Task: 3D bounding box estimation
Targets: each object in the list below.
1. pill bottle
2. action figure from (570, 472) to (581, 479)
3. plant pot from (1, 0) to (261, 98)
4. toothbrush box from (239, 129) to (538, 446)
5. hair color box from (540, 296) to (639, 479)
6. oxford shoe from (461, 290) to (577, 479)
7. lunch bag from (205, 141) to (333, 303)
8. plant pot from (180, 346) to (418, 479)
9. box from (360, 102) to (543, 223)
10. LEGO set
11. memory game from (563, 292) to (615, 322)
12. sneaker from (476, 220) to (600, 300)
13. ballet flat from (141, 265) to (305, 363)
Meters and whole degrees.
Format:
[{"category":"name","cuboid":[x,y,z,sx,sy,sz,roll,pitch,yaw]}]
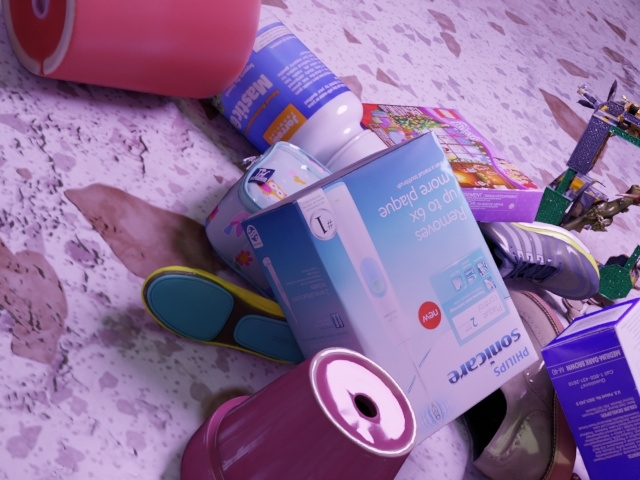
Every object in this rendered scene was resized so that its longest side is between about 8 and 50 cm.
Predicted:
[{"category":"pill bottle","cuboid":[-0.039,-0.181,1.690,0.272,0.152,0.152,46,31,9]},{"category":"action figure","cuboid":[0.364,0.347,1.580,0.115,0.030,0.038,46,36,13]},{"category":"plant pot","cuboid":[-0.249,-0.306,1.536,0.243,0.275,0.275,-9,56,-39]},{"category":"toothbrush box","cuboid":[0.080,0.058,1.371,0.216,0.126,0.295,-27,97,-32]},{"category":"hair color box","cuboid":[0.399,0.257,1.519,0.185,0.110,0.338,-19,86,-63]},{"category":"oxford shoe","cuboid":[0.244,0.173,1.580,0.130,0.123,0.348,25,33,-17]},{"category":"lunch bag","cuboid":[0.000,0.000,1.541,0.279,0.108,0.224,40,31,-4]},{"category":"plant pot","cuboid":[-0.008,0.208,1.196,0.201,0.180,0.201,28,32,-19]},{"category":"box","cuboid":[0.168,-0.119,1.803,0.201,0.057,0.293,1,29,-25]},{"category":"LEGO set","cuboid":[0.495,-0.083,2.027,0.255,0.331,0.192,24,25,18]},{"category":"memory game","cuboid":[0.462,0.145,1.961,0.186,0.012,0.186,29,33,-21]},{"category":"sneaker","cuboid":[0.292,0.026,1.855,0.300,0.111,0.121,25,40,-11]},{"category":"ballet flat","cuboid":[-0.108,0.079,1.371,0.231,0.077,0.077,24,13,-31]}]
